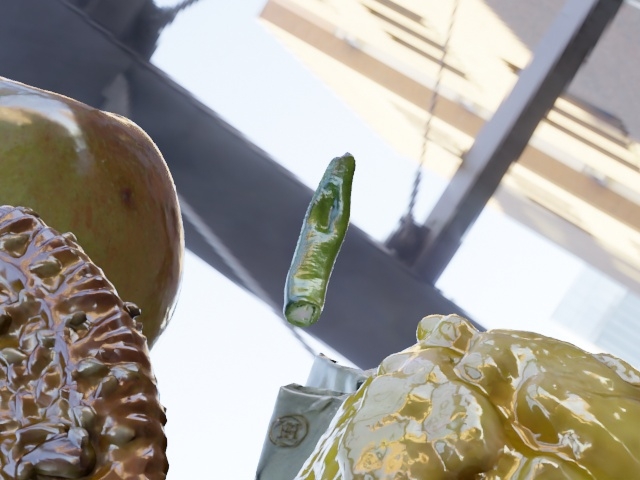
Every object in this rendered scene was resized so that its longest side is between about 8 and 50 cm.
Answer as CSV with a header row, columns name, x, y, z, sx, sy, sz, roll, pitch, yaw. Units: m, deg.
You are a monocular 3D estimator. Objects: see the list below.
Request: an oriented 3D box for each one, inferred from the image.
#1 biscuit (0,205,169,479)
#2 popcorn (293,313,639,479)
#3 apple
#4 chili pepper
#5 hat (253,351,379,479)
name,x,y,z,sx,sy,sz,roll,pitch,yaw
biscuit,-0.192,0.115,0.490,0.305,0.305,0.038,-53,-37,-5
popcorn,0.122,0.248,0.778,0.390,0.354,0.344,-60,-13,28
apple,-0.282,-0.012,1.161,0.319,0.319,0.277,-1,-70,-54
chili pepper,0.000,0.000,1.276,0.050,0.052,0.201,57,-140,-46
hat,0.075,0.210,1.268,0.258,0.301,0.168,-19,-74,-81
